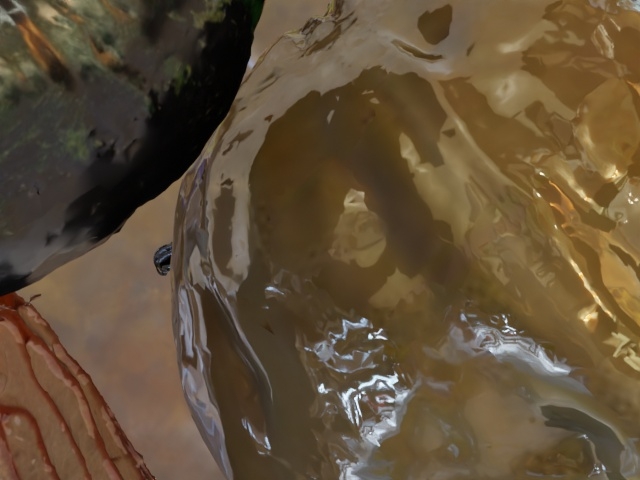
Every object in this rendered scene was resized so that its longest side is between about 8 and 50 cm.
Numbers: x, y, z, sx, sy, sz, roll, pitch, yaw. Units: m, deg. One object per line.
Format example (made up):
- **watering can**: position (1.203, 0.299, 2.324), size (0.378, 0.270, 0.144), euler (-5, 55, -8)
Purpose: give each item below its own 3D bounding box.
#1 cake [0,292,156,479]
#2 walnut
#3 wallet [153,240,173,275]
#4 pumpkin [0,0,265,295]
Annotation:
- **cake**: position (-0.131, 0.122, 0.582), size (0.135, 0.287, 0.098), euler (-29, -154, 29)
- **walnut**: position (0.103, 0.029, 0.652), size (0.381, 0.381, 0.381), euler (-46, -173, 7)
- **wallet**: position (0.000, 0.000, 1.076), size (0.255, 0.031, 0.137), euler (-5, 177, -45)
- **pumpkin**: position (-0.168, -0.122, 0.468), size (0.315, 0.315, 0.238), euler (-48, -172, -14)
